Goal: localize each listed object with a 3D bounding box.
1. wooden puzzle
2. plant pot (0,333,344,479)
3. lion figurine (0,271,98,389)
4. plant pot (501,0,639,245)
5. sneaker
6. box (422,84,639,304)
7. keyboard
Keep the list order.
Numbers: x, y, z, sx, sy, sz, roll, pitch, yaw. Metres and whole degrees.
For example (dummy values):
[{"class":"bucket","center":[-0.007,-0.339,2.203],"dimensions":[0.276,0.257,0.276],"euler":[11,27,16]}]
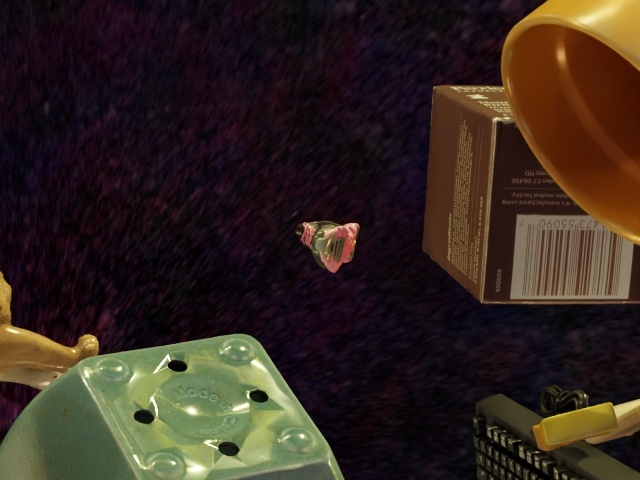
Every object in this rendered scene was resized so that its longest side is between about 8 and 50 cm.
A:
[{"class":"wooden puzzle","center":[0.102,0.036,0.396],"dimensions":[0.116,0.078,0.014],"euler":[-14,81,-7]},{"class":"plant pot","center":[-0.106,0.214,1.270],"dimensions":[0.248,0.252,0.247],"euler":[-7,39,-28]},{"class":"lion figurine","center":[-0.351,0.171,1.552],"dimensions":[0.240,0.142,0.392],"euler":[16,71,-29]},{"class":"plant pot","center":[0.268,-0.127,1.227],"dimensions":[0.188,0.205,0.205],"euler":[-39,90,-19]},{"class":"sneaker","center":[0.000,0.000,1.625],"dimensions":[0.057,0.119,0.047],"euler":[18,95,10]},{"class":"box","center":[0.201,-0.045,1.547],"dimensions":[0.168,0.203,0.167],"euler":[0,103,-12]},{"class":"keyboard","center":[0.124,0.127,0.902],"dimensions":[0.023,0.180,0.108],"euler":[-1,100,-20]}]
